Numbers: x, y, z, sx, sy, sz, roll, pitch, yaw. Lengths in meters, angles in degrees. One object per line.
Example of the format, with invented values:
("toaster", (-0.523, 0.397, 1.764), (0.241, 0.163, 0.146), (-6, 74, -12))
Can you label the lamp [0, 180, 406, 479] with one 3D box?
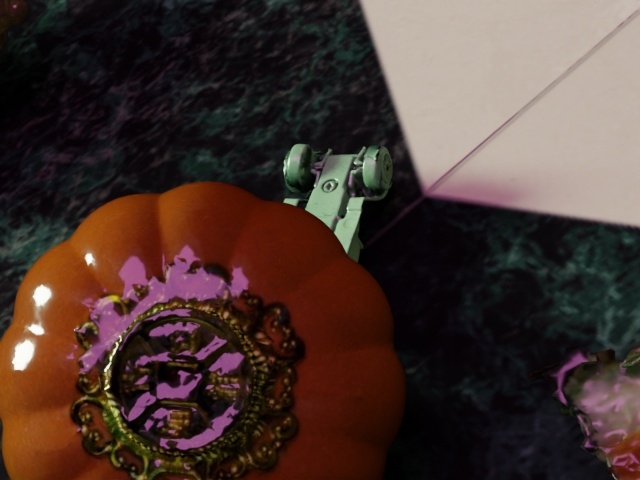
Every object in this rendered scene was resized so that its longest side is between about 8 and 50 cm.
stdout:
("lamp", (-0.065, 0.078, 0.798), (0.223, 0.196, 0.223), (0, 83, 0))

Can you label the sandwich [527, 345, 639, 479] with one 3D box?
("sandwich", (0.260, 0.128, 0.677), (0.292, 0.109, 0.212), (-16, 54, 15))

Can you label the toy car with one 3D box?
("toy car", (0.000, 0.000, 0.931), (0.073, 0.054, 0.143), (-1, 51, 26))

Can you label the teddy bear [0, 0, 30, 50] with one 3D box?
("teddy bear", (-0.387, -0.115, 1.154), (0.246, 0.223, 0.296), (52, 127, 37))
